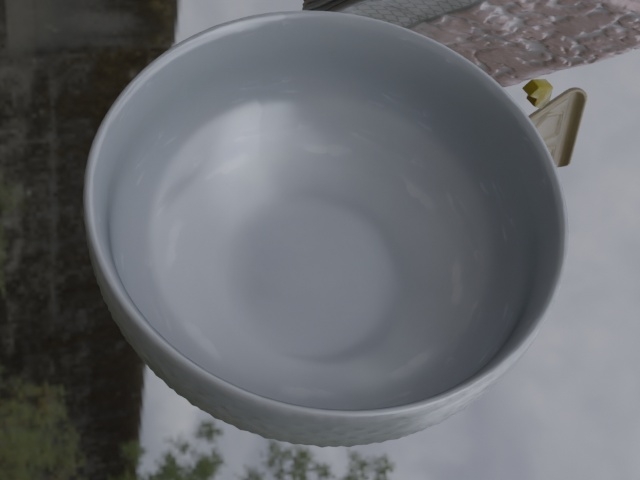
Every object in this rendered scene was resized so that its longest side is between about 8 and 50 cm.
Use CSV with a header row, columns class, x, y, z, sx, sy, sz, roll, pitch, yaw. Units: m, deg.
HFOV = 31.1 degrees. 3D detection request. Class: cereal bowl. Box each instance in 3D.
class,x,y,z,sx,sy,sz,roll,pitch,yaw
cereal bowl,0.000,0.000,0.850,0.141,0.339,0.339,103,-25,-60

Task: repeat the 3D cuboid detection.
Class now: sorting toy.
class,x,y,z,sx,sy,sz,roll,pitch,yaw
sorting toy,0.307,-0.158,1.786,0.041,0.229,0.307,53,-16,27

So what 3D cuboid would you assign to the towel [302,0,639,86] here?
class,x,y,z,sx,sy,sz,roll,pitch,yaw
towel,0.183,-0.246,1.251,0.332,0.317,0.053,-6,-105,62
